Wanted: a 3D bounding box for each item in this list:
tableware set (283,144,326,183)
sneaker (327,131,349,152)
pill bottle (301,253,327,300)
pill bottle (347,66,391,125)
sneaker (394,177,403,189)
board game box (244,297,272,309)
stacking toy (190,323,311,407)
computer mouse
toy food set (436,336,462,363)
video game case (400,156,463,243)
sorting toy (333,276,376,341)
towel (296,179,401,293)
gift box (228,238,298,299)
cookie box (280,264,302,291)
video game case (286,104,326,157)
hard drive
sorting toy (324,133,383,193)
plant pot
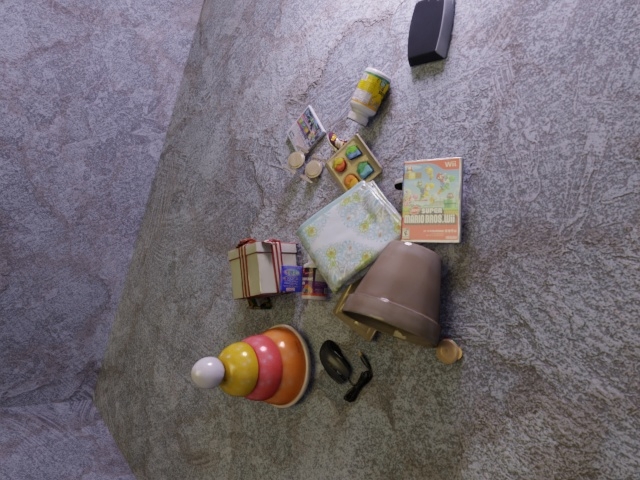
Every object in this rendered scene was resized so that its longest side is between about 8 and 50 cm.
[{"bbox_3d":[-0.068,-0.345,2.009,0.194,0.039,0.128,33,90,27],"label":"tableware set"},{"bbox_3d":[0.098,-0.408,1.864,0.084,0.069,0.186,-42,63,30],"label":"sneaker"},{"bbox_3d":[-0.022,0.151,1.821,0.108,0.108,0.194,-6,77,43],"label":"pill bottle"},{"bbox_3d":[0.192,-0.581,1.773,0.117,0.117,0.209,38,107,42],"label":"pill bottle"},{"bbox_3d":[0.347,-0.156,1.554,0.216,0.079,0.121,9,85,43],"label":"sneaker"},{"bbox_3d":[-0.328,0.214,2.083,0.030,0.136,0.260,-50,51,33],"label":"board game box"},{"bbox_3d":[-0.306,0.510,1.754,0.350,0.479,0.351,-12,72,42],"label":"stacking toy"},{"bbox_3d":[0.085,0.472,1.680,0.184,0.060,0.262,-52,51,23],"label":"computer mouse"},{"bbox_3d":[0.415,0.359,1.415,0.083,0.020,0.083,-48,52,26],"label":"toy food set"},{"bbox_3d":[0.377,-0.134,1.477,0.203,0.025,0.286,1,85,29],"label":"video game case"},{"bbox_3d":[0.189,0.200,1.662,0.229,0.041,0.308,34,101,43],"label":"sorting toy"},{"bbox_3d":[0.123,-0.026,1.651,0.374,0.090,0.321,-37,55,5],"label":"towel"},{"bbox_3d":[-0.234,0.117,1.945,0.276,0.255,0.259,-17,77,39],"label":"gift box"},{"bbox_3d":[-0.122,0.160,1.827,0.091,0.040,0.107,4,90,3],"label":"cookie box"},{"bbox_3d":[-0.071,-0.516,2.079,0.183,0.023,0.201,-44,53,28],"label":"video game case"},{"bbox_3d":[0.413,-0.806,1.654,0.171,0.054,0.255,6,85,44],"label":"hard drive"},{"bbox_3d":[0.129,-0.300,1.783,0.208,0.038,0.193,-41,77,32],"label":"sorting toy"},{"bbox_3d":[0.266,0.165,1.437,0.323,0.323,0.281,7,69,44],"label":"plant pot"}]
